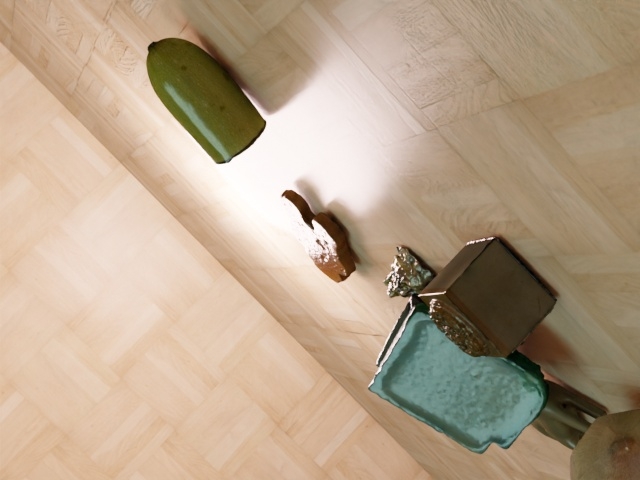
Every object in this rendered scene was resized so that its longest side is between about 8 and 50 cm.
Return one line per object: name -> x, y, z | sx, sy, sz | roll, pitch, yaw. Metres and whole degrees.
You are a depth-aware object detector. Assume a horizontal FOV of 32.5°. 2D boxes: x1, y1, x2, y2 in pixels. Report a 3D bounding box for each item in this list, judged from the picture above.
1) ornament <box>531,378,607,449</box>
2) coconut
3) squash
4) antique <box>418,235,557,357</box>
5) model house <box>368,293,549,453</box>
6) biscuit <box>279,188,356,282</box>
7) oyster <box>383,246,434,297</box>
ornament -> 0.449, 0.336, 2.049 | 0.245, 0.061, 0.230 | 28, 162, 46
coconut -> 0.491, 0.369, 1.708 | 0.224, 0.224, 0.234 | 32, 175, 41
squash -> -0.221, -0.267, 2.003 | 0.247, 0.132, 0.132 | 49, 166, -20
antique -> 0.252, 0.095, 1.700 | 0.147, 0.148, 0.152 | 47, 169, -4
model house -> 0.269, 0.193, 1.944 | 0.280, 0.249, 0.230 | 31, 126, 4
biscuit -> 0.003, -0.002, 2.362 | 0.186, 0.044, 0.295 | 41, 166, 24
oyster -> 0.172, 0.076, 2.088 | 0.108, 0.053, 0.166 | 31, 158, 8
